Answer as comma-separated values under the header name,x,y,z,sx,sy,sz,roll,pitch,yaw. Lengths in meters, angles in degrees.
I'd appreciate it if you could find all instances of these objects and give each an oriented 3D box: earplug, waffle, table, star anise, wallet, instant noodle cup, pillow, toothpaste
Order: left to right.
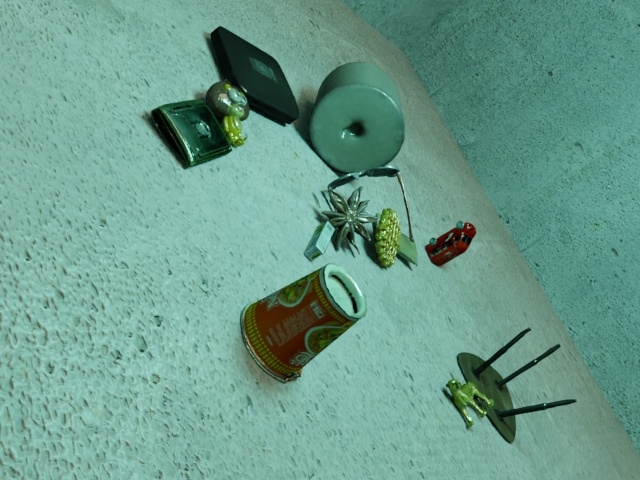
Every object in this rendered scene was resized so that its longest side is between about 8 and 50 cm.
name,x,y,z,sx,sy,sz,roll,pitch,yaw
wallet,-0.302,-0.267,1.590,0.160,0.055,0.236,58,24,-5
instant noodle cup,-0.024,0.156,1.335,0.193,0.212,0.193,40,29,-27
toothpaste,0.000,0.000,1.770,0.034,0.046,0.164,50,25,-12
star anise,0.073,-0.065,1.889,0.195,0.182,0.065,61,-20,-13
earplug,0.129,-0.446,2.269,0.312,0.312,0.394,44,24,-20
waffle,0.214,-0.009,2.061,0.191,0.038,0.191,-1,91,-64
pillow,0.257,-0.002,2.207,0.208,0.053,0.119,36,28,-27
table,0.627,0.418,2.076,0.317,0.249,0.317,40,28,-27

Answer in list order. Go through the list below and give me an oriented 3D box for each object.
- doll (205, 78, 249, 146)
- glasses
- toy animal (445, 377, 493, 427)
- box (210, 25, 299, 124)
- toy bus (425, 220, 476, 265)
name,x,y,z,sx,sy,sz,roll,pitch,yaw
doll,-0.235,-0.346,1.761,0.145,0.096,0.188,-28,92,-57
glasses,0.156,-0.091,2.000,0.118,0.234,0.268,97,-20,-76
toy animal,0.439,0.454,1.923,0.136,0.073,0.181,53,27,16
box,-0.204,-0.513,2.043,0.289,0.073,0.290,16,44,-52
toy bus,0.490,0.011,2.421,0.081,0.195,0.089,29,38,-42
